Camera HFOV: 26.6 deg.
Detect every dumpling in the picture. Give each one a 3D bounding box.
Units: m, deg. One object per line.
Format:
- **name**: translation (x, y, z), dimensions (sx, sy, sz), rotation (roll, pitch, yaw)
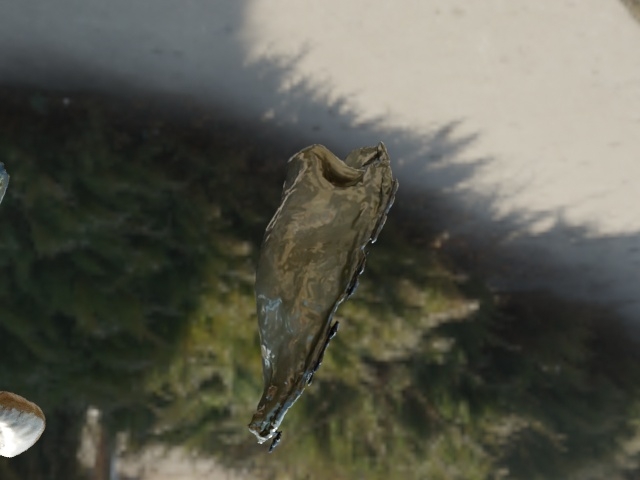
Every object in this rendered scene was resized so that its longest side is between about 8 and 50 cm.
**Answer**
- **dumpling**: translation (-0.004, 0.001, 1.133), dimensions (0.086, 0.332, 0.166), rotation (21, 138, -5)

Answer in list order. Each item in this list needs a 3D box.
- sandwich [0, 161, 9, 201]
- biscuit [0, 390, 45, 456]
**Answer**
- **sandwich**: translation (-0.433, -0.083, 1.318), dimensions (0.235, 0.128, 0.122), rotation (36, -170, 26)
- **biscuit**: translation (-0.419, 0.203, 1.422), dimensions (0.299, 0.045, 0.154), rotation (-3, 150, -38)
